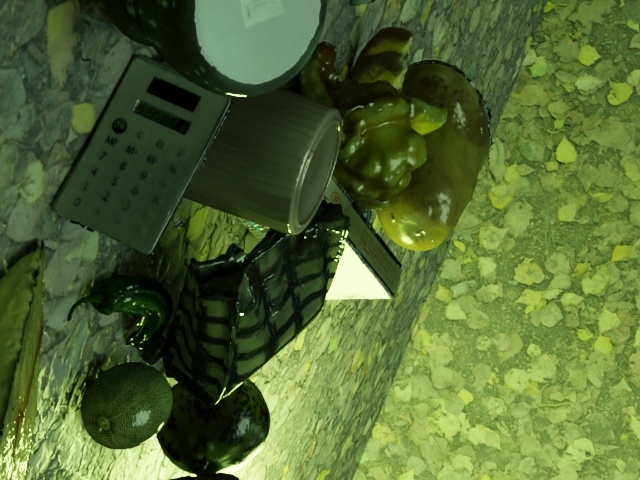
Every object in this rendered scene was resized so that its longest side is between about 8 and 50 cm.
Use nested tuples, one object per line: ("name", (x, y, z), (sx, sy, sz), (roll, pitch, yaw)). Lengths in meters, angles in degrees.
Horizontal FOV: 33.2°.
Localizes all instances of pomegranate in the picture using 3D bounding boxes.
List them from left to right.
("pomegranate", (-0.211, 0.308, 2.037), (0.204, 0.222, 0.276), (22, 58, -64))

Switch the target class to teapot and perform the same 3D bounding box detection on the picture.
("teapot", (-0.174, -0.335, 1.332), (0.223, 0.285, 0.305), (-52, 130, -10))

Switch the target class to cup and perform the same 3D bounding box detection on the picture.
("cup", (-0.126, -0.125, 1.628), (0.288, 0.273, 0.208), (92, 21, -54))

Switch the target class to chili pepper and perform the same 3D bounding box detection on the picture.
("chili pepper", (-0.309, 0.102, 1.701), (0.122, 0.065, 0.279), (-51, 156, -5))

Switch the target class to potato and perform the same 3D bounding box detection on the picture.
("potato", (0.258, -0.172, 2.482), (0.296, 0.290, 0.397), (-80, -172, -58))

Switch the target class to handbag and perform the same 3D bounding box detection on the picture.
("handbag", (-0.106, 0.086, 1.844), (0.325, 0.162, 0.327), (-40, 161, -33))

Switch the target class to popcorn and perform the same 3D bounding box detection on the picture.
("popcorn", (0.063, -0.198, 2.093), (0.321, 0.326, 0.290), (24, 93, -28))

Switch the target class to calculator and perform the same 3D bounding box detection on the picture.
("calculator", (-0.243, -0.122, 1.482), (0.021, 0.161, 0.261), (81, 33, -77))

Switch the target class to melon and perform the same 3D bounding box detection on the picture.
("melon", (-0.317, 0.271, 1.753), (0.192, 0.139, 0.139), (-33, 142, -68))

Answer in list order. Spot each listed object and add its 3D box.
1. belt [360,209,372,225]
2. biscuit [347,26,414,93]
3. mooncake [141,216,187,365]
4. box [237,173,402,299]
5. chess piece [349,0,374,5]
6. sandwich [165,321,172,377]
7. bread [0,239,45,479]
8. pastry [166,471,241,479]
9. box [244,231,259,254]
("belt", (0.060, -0.037, 2.419), (0.267, 0.116, 0.206), (95, 5, -62))
("biscuit", (0.109, -0.305, 2.253), (0.045, 0.154, 0.299), (-5, 111, -47))
("mooncake", (-0.264, 0.071, 1.802), (0.150, 0.057, 0.346), (-39, 146, -70))
("box", (0.000, 0.000, 2.047), (0.310, 0.198, 0.084), (51, 48, -42))
("chess piece", (0.084, -0.563, 1.865), (0.194, 0.195, 0.299), (-53, 165, -37))
("sandwich", (-0.268, 0.190, 2.004), (0.074, 0.074, 0.116), (-45, 119, -47))
("bread", (-0.403, 0.276, 1.417), (0.405, 0.242, 0.345), (-47, 156, -38))
("pastry", (-0.285, 0.535, 1.925), (0.356, 0.163, 0.356), (-23, 162, -8))
("box", (-0.070, 0.008, 2.235), (0.259, 0.071, 0.168), (-43, 149, -52))
